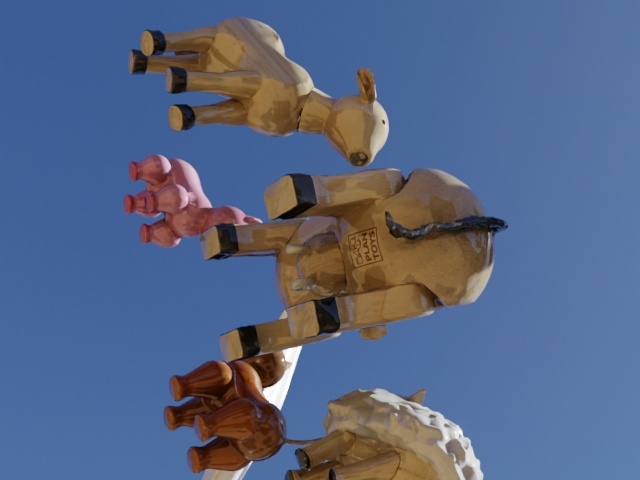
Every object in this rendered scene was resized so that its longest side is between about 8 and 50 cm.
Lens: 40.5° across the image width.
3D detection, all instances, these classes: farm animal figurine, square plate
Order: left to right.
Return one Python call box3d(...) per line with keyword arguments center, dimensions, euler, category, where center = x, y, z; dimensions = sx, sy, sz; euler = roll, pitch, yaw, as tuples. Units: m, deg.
box3d(center=(-0.112, 0.284, 1.454), dimensions=(0.049, 0.344, 0.347), euler=(27, -56, -4), category="square plate")
box3d(center=(0.000, 0.000, 0.594), dimensions=(0.327, 0.172, 0.330), euler=(6, -79, 58), category="farm animal figurine")
